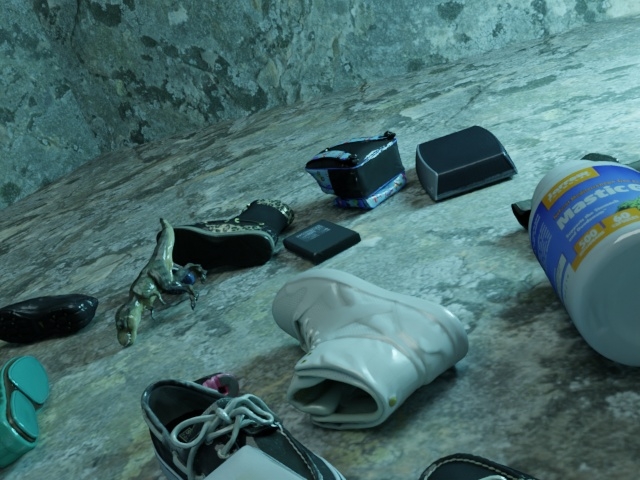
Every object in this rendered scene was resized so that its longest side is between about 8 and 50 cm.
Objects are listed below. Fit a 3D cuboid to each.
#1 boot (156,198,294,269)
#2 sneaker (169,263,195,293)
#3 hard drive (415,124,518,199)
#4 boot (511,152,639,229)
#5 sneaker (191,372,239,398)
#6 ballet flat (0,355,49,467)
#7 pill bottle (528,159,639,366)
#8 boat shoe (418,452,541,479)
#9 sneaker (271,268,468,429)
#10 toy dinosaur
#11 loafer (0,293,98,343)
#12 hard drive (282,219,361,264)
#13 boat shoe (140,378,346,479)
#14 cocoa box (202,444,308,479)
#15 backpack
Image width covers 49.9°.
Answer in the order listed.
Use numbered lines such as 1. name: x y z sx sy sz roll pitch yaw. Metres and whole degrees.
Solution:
1. boot: -0.177 -0.018 1.333 0.236 0.085 0.178 1 25 17
2. sneaker: -0.278 0.065 1.282 0.135 0.052 0.058 -1 20 37
3. hard drive: 0.269 -0.159 1.329 0.172 0.054 0.254 -18 20 7
4. boot: 0.385 -0.047 0.931 0.161 0.083 0.246 -33 17 -14
5. sneaker: -0.162 0.196 0.856 0.119 0.047 0.057 -19 12 -17
6. ballet flat: -0.439 0.236 0.960 0.087 0.083 0.247 -38 21 -7
7. pill bottle: 0.313 0.002 0.741 0.152 0.152 0.272 -17 21 10
8. boat shoe: 0.132 0.201 0.441 0.114 0.091 0.302 -41 16 -11
9. sneaker: 0.002 0.121 0.796 0.169 0.108 0.293 -32 24 -36
10. toy dinosaur: -0.260 0.065 1.179 0.118 0.064 0.268 17 48 -5
11. loafer: -0.519 0.142 1.283 0.223 0.076 0.078 -9 17 15
12. hard drive: 0.000 0.000 1.224 0.094 0.022 0.135 -27 21 -19
13. boat shoe: -0.087 0.202 0.673 0.113 0.105 0.306 -31 23 -27
14. cocoa box: -0.056 0.292 0.232 0.347 0.231 0.228 -34 25 -32
15. backpack: 0.063 -0.138 1.380 0.173 0.116 0.158 2 30 45
